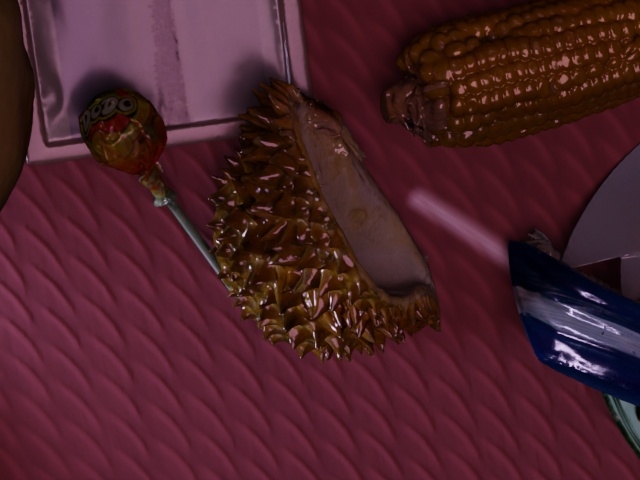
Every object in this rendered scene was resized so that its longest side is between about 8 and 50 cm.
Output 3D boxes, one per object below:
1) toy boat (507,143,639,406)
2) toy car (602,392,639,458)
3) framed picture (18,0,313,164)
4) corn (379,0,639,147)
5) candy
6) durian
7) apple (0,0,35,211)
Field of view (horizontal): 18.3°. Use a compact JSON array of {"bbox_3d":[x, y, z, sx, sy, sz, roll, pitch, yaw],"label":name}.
[{"bbox_3d":[0.279,0.003,1.449,0.291,0.210,0.070,-41,152,2],"label":"toy boat"},{"bbox_3d":[0.365,0.074,1.503,0.306,0.125,0.136,-30,108,2],"label":"toy car"},{"bbox_3d":[-0.122,-0.207,1.403,0.213,0.016,0.289,-8,106,-7],"label":"framed picture"},{"bbox_3d":[0.168,-0.130,1.431,0.261,0.097,0.097,-16,107,-6],"label":"corn"},{"bbox_3d":[-0.107,-0.028,1.430,0.060,0.060,0.201,-32,124,1],"label":"candy"},{"bbox_3d":[0.000,0.000,1.436,0.144,0.139,0.252,-20,113,43],"label":"durian"},{"bbox_3d":[-0.358,-0.082,1.234,0.357,0.357,0.357,-2,106,-8],"label":"apple"}]
